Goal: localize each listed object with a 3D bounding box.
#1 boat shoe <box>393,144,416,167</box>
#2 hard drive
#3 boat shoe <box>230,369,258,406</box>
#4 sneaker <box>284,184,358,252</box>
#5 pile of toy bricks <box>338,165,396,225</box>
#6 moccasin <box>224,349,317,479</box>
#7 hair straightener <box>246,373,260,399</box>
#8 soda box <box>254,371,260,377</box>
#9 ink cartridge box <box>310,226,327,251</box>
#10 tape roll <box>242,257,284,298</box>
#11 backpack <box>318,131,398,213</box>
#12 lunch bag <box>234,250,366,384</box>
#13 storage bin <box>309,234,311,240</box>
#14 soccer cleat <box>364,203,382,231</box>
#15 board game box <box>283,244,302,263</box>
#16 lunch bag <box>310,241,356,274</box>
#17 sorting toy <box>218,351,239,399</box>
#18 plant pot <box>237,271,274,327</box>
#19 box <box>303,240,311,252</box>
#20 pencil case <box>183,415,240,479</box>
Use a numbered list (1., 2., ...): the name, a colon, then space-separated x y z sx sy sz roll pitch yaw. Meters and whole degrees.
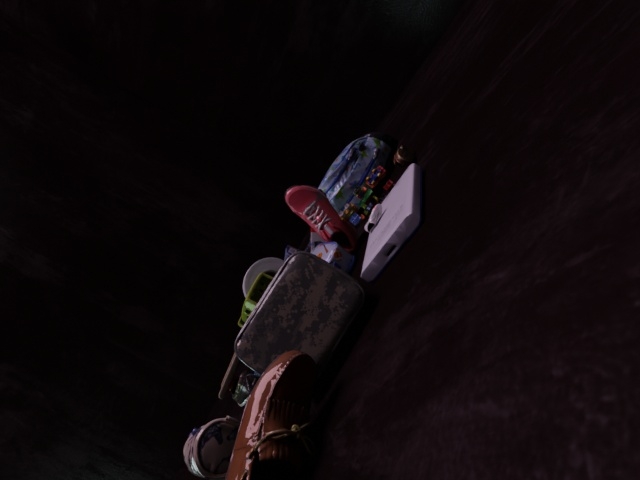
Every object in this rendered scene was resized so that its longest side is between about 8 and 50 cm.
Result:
1. boat shoe: 0.272 -0.266 1.481 0.060 0.064 0.178 -62 -2 23
2. hard drive: 0.189 -0.055 1.169 0.210 0.040 0.319 -56 7 31
3. boat shoe: -0.314 0.597 1.844 0.117 0.096 0.324 -63 7 -31
4. sneaker: 0.016 -0.072 1.507 0.116 0.314 0.136 -47 19 14
5. pile of toy bricks: 0.169 -0.125 1.477 0.212 0.118 0.105 -52 -32 11
6. moccasin: -0.084 0.378 0.798 0.147 0.139 0.380 -14 40 44
7. hair straightener: -0.106 0.355 0.942 0.047 0.230 0.089 11 37 40
8. soda box: -0.155 0.406 1.617 0.210 0.067 0.071 -57 6 25
9. ink cartridge box: 0.000 0.000 1.819 0.134 0.078 0.231 -92 2 -80
10. tape roll: -0.259 0.232 2.354 0.286 0.286 0.100 -61 5 -16
11. backpack: 0.132 -0.244 1.805 0.290 0.273 0.356 -37 35 58
12. lunch bag: -0.039 0.196 1.085 0.305 0.212 0.256 -59 -11 -5
13. storage bin: 0.031 -0.031 2.013 0.084 0.122 0.180 -56 6 19
14. soccer cleat: 0.145 -0.059 1.225 0.083 0.029 0.035 -61 14 15
15. board game box: -0.079 0.131 1.998 0.194 0.194 0.060 105 -169 -54
16. lunch bag: -0.022 0.148 1.456 0.303 0.115 0.243 -57 18 -14
17. sorting toy: -0.329 0.469 1.831 0.229 0.041 0.307 158 135 -81
18. plant pot: -0.244 0.322 2.095 0.207 0.227 0.228 -62 3 33
19. box: 0.005 0.003 2.206 0.158 0.093 0.156 -60 6 -18
20. pencil case: -0.334 0.650 1.426 0.410 0.159 0.184 130 155 -58
